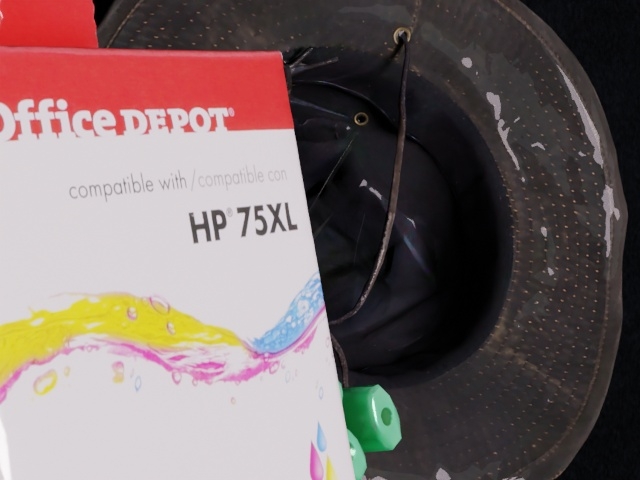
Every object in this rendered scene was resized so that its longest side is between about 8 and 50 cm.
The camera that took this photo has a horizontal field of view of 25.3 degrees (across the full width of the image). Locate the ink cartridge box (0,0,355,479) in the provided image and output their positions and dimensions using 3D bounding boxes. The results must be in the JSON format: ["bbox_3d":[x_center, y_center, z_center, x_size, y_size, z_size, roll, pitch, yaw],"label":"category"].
[{"bbox_3d":[-0.067,0.022,0.386,0.134,0.078,0.231,-10,89,-54],"label":"ink cartridge box"}]

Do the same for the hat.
[{"bbox_3d":[0.000,0.000,0.745,0.331,0.134,0.331,8,73,-29],"label":"hat"}]

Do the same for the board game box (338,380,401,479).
[{"bbox_3d":[-0.119,0.163,0.392,0.390,0.050,0.390,34,57,-44],"label":"board game box"}]
